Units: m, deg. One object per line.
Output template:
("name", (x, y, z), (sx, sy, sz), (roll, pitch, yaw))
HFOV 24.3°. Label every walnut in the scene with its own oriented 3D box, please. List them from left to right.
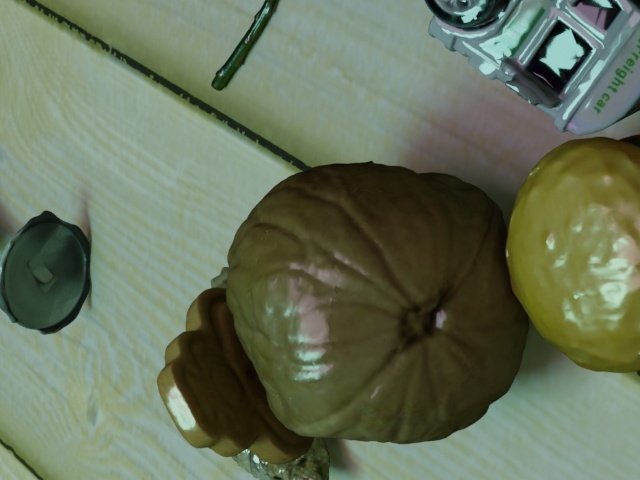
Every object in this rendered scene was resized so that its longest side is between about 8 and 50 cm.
("walnut", (0.038, 0.044, 1.066), (0.228, 0.228, 0.228), (10, 104, 44))

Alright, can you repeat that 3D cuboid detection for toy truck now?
("toy truck", (0.217, -0.227, 0.875), (0.178, 0.176, 0.363), (48, 127, 14))

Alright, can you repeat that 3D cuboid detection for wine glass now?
("wine glass", (-0.352, 0.019, 1.517), (0.232, 0.156, 0.156), (9, 103, 39))

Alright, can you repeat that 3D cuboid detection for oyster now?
("oyster", (-0.057, 0.118, 1.280), (0.132, 0.072, 0.209), (-12, 86, 43))

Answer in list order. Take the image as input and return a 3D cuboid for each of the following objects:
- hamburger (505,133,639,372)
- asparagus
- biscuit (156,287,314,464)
("hamburger", (0.200, 0.007, 0.965), (0.162, 0.115, 0.162), (11, 105, 47))
("asparagus", (-0.054, -0.187, 1.262), (0.163, 0.016, 0.016), (-56, 40, 37))
("biscuit", (-0.044, 0.099, 1.140), (0.040, 0.236, 0.144), (-38, 80, 25))
